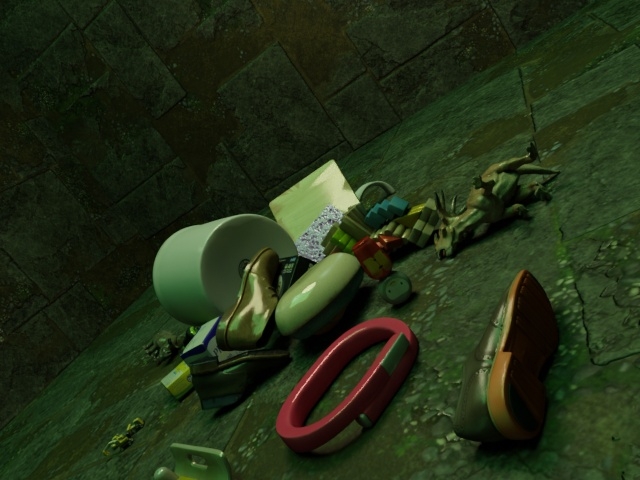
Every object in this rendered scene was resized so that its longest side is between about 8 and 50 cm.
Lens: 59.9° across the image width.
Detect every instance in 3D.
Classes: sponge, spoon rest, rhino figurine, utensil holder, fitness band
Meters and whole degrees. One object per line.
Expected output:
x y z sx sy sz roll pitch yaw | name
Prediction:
0.000 0.000 1.647 0.210 0.031 0.117 -49 56 -1 | sponge
0.120 -0.111 1.848 0.276 0.084 0.137 -39 13 -16 | spoon rest
-0.533 0.361 1.888 0.106 0.073 0.243 -44 16 -19 | rhino figurine
-0.283 0.095 1.639 0.328 0.327 0.386 -43 16 -28 | utensil holder
0.047 0.233 0.928 0.291 0.054 0.209 -45 13 -35 | fitness band

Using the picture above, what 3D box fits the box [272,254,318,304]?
-0.081 0.123 1.422 0.180 0.078 0.147 -11 58 63 | box

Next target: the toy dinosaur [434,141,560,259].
0.350 -0.098 1.160 0.296 0.127 0.200 -35 5 -20 | toy dinosaur

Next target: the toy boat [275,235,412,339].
0.046 0.114 1.188 0.318 0.148 0.267 -34 6 43 | toy boat

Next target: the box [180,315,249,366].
-0.242 0.273 1.312 0.072 0.137 0.126 -31 14 21 | box

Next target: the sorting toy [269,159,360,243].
0.003 -0.080 1.755 0.257 0.089 0.255 -34 57 10 | sorting toy

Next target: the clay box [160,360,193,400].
-0.324 0.329 1.506 0.222 0.053 0.127 -40 10 -21 | clay box

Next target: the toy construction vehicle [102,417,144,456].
-0.503 0.499 1.415 0.098 0.035 0.086 -36 13 2 | toy construction vehicle

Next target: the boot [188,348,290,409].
-0.170 0.300 1.213 0.220 0.106 0.082 -8 -1 -1 | boot

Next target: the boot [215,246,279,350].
-0.137 0.139 1.334 0.115 0.112 0.305 -1 44 21 | boot

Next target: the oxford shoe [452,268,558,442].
0.230 0.135 0.707 0.098 0.097 0.271 -32 12 42 | oxford shoe

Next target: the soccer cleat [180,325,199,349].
-0.356 0.280 1.549 0.072 0.060 0.179 -51 1 -15 | soccer cleat

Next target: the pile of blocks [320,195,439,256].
0.126 -0.015 1.358 0.362 0.148 0.112 -25 17 38 | pile of blocks

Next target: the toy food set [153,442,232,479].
-0.300 0.463 0.901 0.220 0.092 0.306 -21 21 50 | toy food set
